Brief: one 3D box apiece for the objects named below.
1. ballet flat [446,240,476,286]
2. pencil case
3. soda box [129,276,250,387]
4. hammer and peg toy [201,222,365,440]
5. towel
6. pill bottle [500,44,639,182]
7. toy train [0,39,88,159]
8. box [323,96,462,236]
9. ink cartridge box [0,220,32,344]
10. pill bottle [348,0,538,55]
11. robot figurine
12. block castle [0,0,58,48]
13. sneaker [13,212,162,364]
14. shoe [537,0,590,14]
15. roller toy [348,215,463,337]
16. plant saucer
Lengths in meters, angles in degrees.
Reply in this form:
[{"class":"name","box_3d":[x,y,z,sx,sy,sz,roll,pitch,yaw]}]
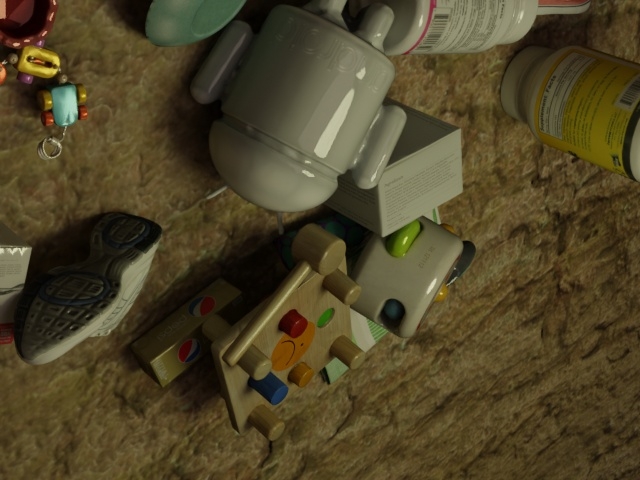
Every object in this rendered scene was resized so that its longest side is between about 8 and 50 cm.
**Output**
[{"class":"ballet flat","box_3d":[0.198,0.061,1.889,0.203,0.074,0.074,-44,136,-11]},{"class":"pencil case","box_3d":[0.000,0.000,1.723,0.151,0.064,0.070,-22,164,-35]},{"class":"soda box","box_3d":[-0.197,0.138,1.617,0.181,0.061,0.058,-37,134,-23]},{"class":"hammer and peg toy","box_3d":[-0.061,0.128,1.592,0.266,0.127,0.361,-39,148,-23]},{"class":"towel","box_3d":[0.104,0.081,1.887,0.325,0.038,0.248,-39,135,-21]},{"class":"pill bottle","box_3d":[0.485,-0.232,1.850,0.188,0.334,0.188,-21,126,-33]},{"class":"toy train","box_3d":[-0.364,-0.182,1.294,0.125,0.046,0.166,-50,134,-8]},{"class":"box","box_3d":[0.099,-0.121,1.661,0.182,0.181,0.119,-29,130,-29]},{"class":"ink cartridge box","box_3d":[-0.419,0.051,1.330,0.056,0.099,0.135,0,113,-43]},{"class":"pill bottle","box_3d":[0.195,-0.367,1.630,0.283,0.160,0.160,-10,119,-40]},{"class":"robot figurine","box_3d":[-0.029,-0.189,1.489,0.300,0.200,0.353,26,94,-7]},{"class":"block castle","box_3d":[-0.502,-0.163,1.048,0.453,0.213,0.303,-53,138,-7]},{"class":"sneaker","box_3d":[-0.297,0.082,1.394,0.297,0.111,0.129,-51,157,-53]},{"class":"shoe","box_3d":[0.419,-0.447,1.866,0.178,0.063,0.081,-12,125,-34]},{"class":"roller toy","box_3d":[0.142,0.054,1.727,0.191,0.146,0.209,-62,170,12]},{"class":"plant saucer","box_3d":[-0.139,-0.312,1.361,0.195,0.037,0.195,-43,170,-10]}]
